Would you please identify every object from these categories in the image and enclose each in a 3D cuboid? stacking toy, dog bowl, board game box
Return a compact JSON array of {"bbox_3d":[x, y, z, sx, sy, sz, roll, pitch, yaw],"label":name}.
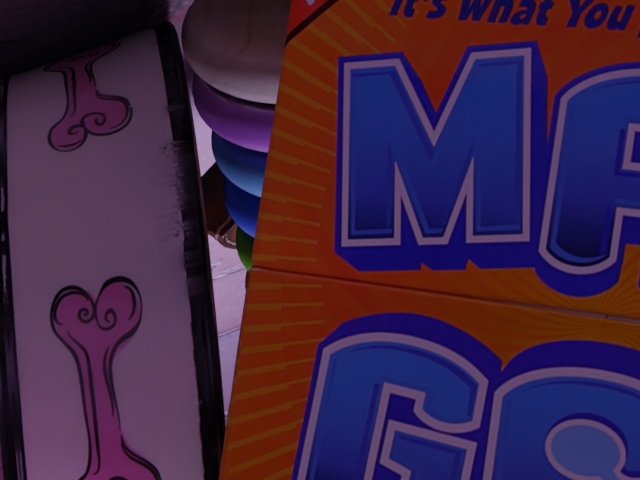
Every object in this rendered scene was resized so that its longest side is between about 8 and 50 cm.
[{"bbox_3d":[0.000,0.000,1.042,0.141,0.141,0.330,-19,127,-20],"label":"stacking toy"},{"bbox_3d":[-0.143,0.081,0.989,0.150,0.408,0.408,-5,166,-7],"label":"dog bowl"},{"bbox_3d":[0.200,0.048,0.863,0.356,0.356,0.356,8,179,28],"label":"board game box"}]

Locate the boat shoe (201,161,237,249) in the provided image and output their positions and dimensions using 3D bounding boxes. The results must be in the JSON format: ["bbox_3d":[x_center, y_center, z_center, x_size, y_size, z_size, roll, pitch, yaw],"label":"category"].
[{"bbox_3d":[0.034,-0.029,1.214,0.122,0.120,0.324,-47,161,27],"label":"boat shoe"}]
